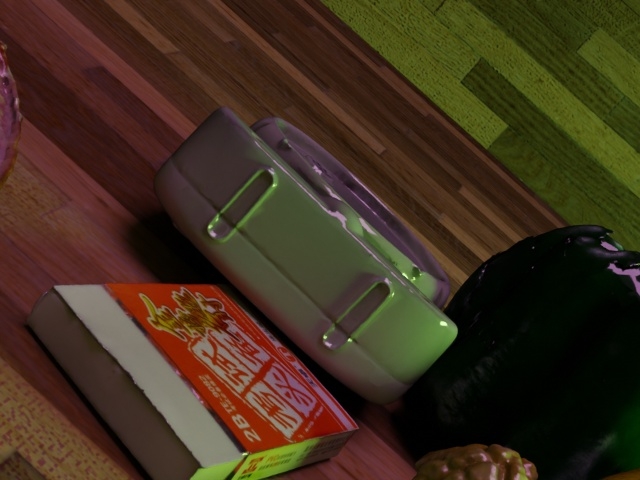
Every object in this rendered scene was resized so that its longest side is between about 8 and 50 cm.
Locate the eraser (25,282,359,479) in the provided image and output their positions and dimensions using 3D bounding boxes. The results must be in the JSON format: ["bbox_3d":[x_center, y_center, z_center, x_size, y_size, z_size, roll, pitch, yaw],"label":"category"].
[{"bbox_3d":[-0.078,0.094,0.881,0.157,0.038,0.230,47,18,19],"label":"eraser"}]

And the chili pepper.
[{"bbox_3d":[0.222,0.124,1.117,0.248,0.256,0.233,39,12,0],"label":"chili pepper"}]

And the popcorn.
[{"bbox_3d":[0.110,0.200,0.918,0.116,0.121,0.106,25,56,-27],"label":"popcorn"}]

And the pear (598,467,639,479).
[{"bbox_3d":[0.250,0.264,0.948,0.198,0.198,0.198,37,17,-14],"label":"pear"}]

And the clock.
[{"bbox_3d":[0.000,0.000,1.118,0.265,0.108,0.324,42,9,0],"label":"clock"}]

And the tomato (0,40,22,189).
[{"bbox_3d":[-0.316,-0.085,0.628,0.338,0.144,0.338,38,21,-18],"label":"tomato"}]
